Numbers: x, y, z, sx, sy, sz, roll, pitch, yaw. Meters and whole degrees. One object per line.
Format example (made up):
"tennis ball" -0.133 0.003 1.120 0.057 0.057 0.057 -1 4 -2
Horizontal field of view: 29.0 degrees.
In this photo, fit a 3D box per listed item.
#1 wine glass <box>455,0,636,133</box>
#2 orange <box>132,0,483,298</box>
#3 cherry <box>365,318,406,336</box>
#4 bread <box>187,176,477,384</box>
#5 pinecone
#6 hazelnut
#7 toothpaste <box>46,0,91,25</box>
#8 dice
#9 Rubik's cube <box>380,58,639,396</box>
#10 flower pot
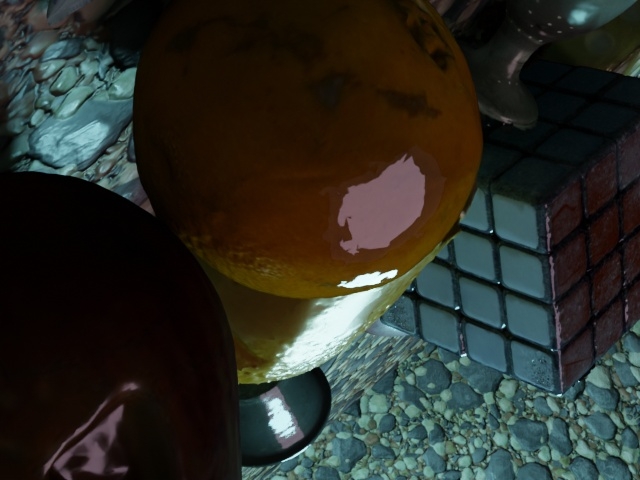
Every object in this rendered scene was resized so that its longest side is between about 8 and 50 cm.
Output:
"wine glass" 0.297 -0.318 1.538 0.357 0.190 0.190 -52 164 29
"orange" -0.014 -0.100 1.075 0.312 0.312 0.312 -40 165 -13
"cherry" 0.131 0.041 2.039 0.239 0.206 0.239 -6 146 -4
"bread" 0.000 0.000 1.500 0.394 0.250 0.361 -52 163 29
"pinecone" 0.267 -0.295 1.737 0.109 0.102 0.102 27 113 -39
"hazelnut" -0.251 0.146 1.024 0.402 0.402 0.429 -38 179 -22
"toothpaste" -0.146 -0.250 0.827 0.075 0.048 0.297 -39 169 -29
"dice" 0.411 -0.312 1.896 0.166 0.169 0.169 -42 166 -7
"Rubik's cube" 0.291 -0.040 1.782 0.344 0.337 0.344 -35 130 -35
"flower pot" -0.109 0.235 2.016 0.235 0.235 0.148 -39 144 -19
